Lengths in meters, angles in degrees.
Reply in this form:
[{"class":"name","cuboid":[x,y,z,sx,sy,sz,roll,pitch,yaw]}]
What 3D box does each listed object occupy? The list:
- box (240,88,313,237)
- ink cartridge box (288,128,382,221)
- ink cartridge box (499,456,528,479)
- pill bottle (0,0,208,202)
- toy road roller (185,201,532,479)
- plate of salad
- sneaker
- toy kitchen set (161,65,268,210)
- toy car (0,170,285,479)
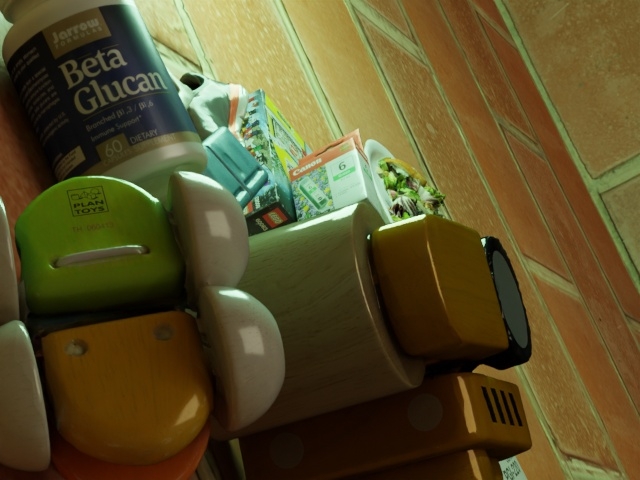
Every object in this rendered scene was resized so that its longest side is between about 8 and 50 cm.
[{"class":"box","cuboid":[0.000,0.000,1.520,0.233,0.044,0.159,50,19,-35]},{"class":"ink cartridge box","cuboid":[0.008,-0.049,1.426,0.029,0.062,0.115,51,18,-40]},{"class":"ink cartridge box","cuboid":[0.129,0.244,1.418,0.218,0.092,0.158,61,15,5]},{"class":"pill bottle","cuboid":[-0.148,-0.104,1.136,0.169,0.094,0.094,64,15,10]},{"class":"toy road roller","cuboid":[0.034,0.123,1.141,0.329,0.202,0.241,22,52,-69]},{"class":"plate of salad","cuboid":[0.108,-0.026,1.909,0.200,0.048,0.200,55,16,-25]},{"class":"sneaker","cuboid":[-0.097,-0.077,1.361,0.064,0.061,0.158,25,30,-15]},{"class":"toy kitchen set","cuboid":[-0.085,-0.132,1.206,0.207,0.166,0.122,48,17,-5]},{"class":"toy car","cuboid":[-0.111,0.056,0.931,0.136,0.159,0.182,99,-23,-53]}]
